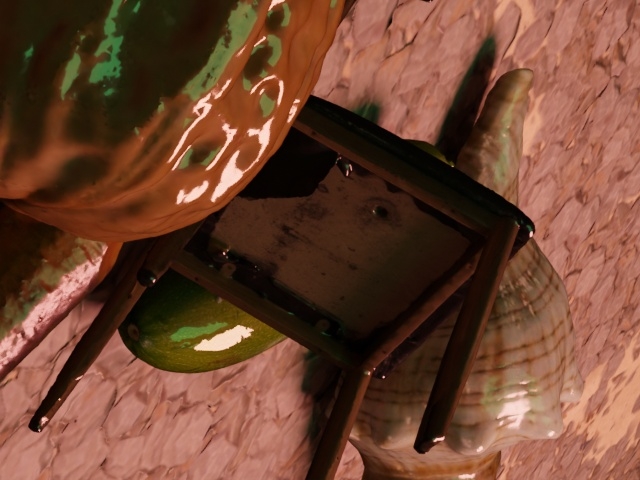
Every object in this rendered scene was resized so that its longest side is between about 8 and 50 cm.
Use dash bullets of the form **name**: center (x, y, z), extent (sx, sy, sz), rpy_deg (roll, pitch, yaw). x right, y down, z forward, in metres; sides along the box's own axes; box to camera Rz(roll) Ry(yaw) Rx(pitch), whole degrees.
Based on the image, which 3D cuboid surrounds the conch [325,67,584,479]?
- **conch**: center (0.122, 0.074, 1.275), extent (0.386, 0.169, 0.203), rpy_deg (-62, 178, 11)

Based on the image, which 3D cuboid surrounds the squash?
- **squash**: center (-0.017, 0.011, 1.058), extent (0.292, 0.082, 0.082), rpy_deg (-30, 141, -45)

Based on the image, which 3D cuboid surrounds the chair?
- **chair**: center (0.000, 0.000, 0.890), extent (0.188, 0.166, 0.272), rpy_deg (-49, -167, 49)

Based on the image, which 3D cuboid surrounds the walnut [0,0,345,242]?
- **walnut**: center (-0.084, -0.110, 0.716), extent (0.213, 0.213, 0.213), rpy_deg (-40, 147, -32)

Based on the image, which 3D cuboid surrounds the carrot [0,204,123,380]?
- **carrot**: center (-0.215, 0.089, 0.839), extent (0.314, 0.066, 0.066), rpy_deg (-48, 151, -13)
